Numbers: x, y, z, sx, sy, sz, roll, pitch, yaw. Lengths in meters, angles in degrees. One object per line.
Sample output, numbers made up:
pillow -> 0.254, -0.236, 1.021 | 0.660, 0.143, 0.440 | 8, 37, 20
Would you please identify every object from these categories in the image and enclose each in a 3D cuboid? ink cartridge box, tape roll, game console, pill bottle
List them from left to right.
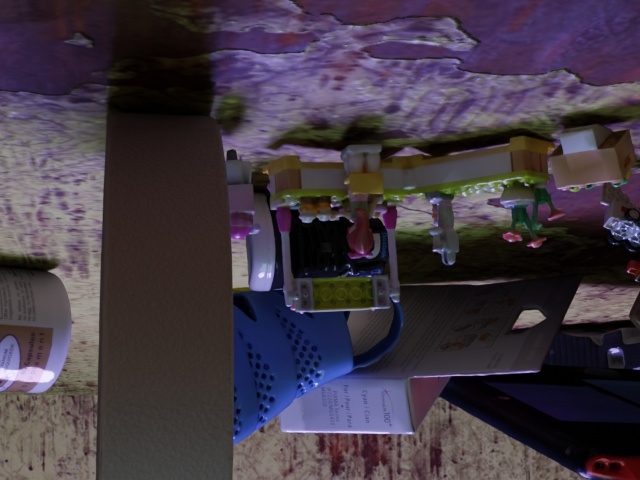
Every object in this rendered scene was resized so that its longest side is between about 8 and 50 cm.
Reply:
pill bottle -> -0.384, 0.086, 1.413 | 0.229, 0.131, 0.131 | 7, 167, -34
tape roll -> -0.107, 0.112, 0.877 | 0.072, 0.392, 0.392 | 1, 169, -10
ink cartridge box -> 0.123, 0.112, 1.417 | 0.261, 0.066, 0.296 | -3, -165, 20
game console -> 0.321, 0.180, 1.407 | 0.342, 0.060, 0.386 | 10, -177, -20

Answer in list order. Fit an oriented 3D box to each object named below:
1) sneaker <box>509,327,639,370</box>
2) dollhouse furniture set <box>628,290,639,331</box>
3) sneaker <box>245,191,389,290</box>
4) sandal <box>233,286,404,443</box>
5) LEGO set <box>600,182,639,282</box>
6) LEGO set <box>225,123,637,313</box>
sneaker -> 0.401, 0.183, 1.953 | 0.330, 0.122, 0.146 | -7, 166, 33
dollhouse furniture set -> 0.426, 0.101, 1.167 | 0.259, 0.135, 0.262 | 48, 144, -18
sneaker -> 0.000, 0.000, 1.137 | 0.121, 0.079, 0.217 | -3, 178, -2
sandal -> -0.029, 0.092, 1.240 | 0.138, 0.126, 0.317 | 5, -155, 29
LEGO set -> 0.322, 0.015, 1.038 | 0.182, 0.060, 0.244 | -9, 135, 28
LEGO set -> 0.068, -0.010, 0.943 | 0.287, 0.107, 0.132 | -3, 174, 1
